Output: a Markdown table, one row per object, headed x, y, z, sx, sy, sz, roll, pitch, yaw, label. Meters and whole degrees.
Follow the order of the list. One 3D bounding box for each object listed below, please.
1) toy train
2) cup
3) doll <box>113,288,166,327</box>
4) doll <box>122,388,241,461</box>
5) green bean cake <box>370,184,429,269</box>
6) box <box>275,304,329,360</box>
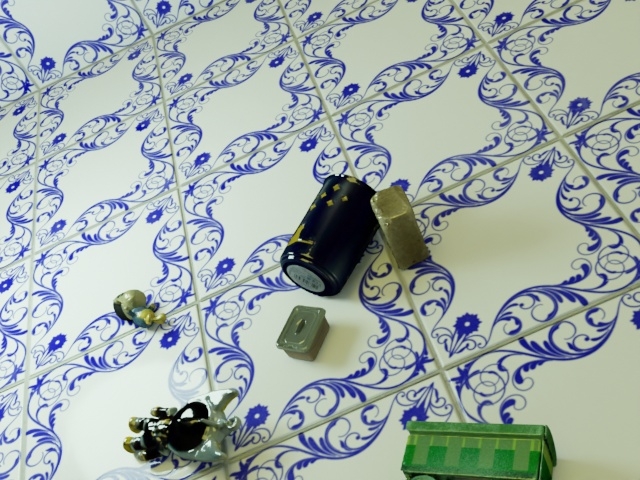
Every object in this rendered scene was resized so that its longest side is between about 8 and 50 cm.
| x | y | z | sx | sy | sz | roll | pitch | yaw | label |
| --- | --- | --- | --- | --- | --- | --- | --- | --- | --- |
| 0.276 | 0.427 | 1.501 | 0.301 | 0.120 | 0.202 | -4 | 44 | 25 | toy train |
| 0.020 | 0.009 | 2.050 | 0.178 | 0.255 | 0.256 | 30 | 64 | 3 | cup |
| -0.473 | 0.174 | 2.171 | 0.179 | 0.102 | 0.088 | 12 | 94 | 35 | doll |
| -0.299 | 0.416 | 1.827 | 0.316 | 0.103 | 0.145 | -12 | 29 | 29 | doll |
| 0.184 | -0.029 | 1.948 | 0.085 | 0.179 | 0.109 | -23 | 45 | 4 | green bean cake |
| -0.036 | 0.213 | 1.914 | 0.089 | 0.062 | 0.122 | 5 | 53 | 31 | box |
